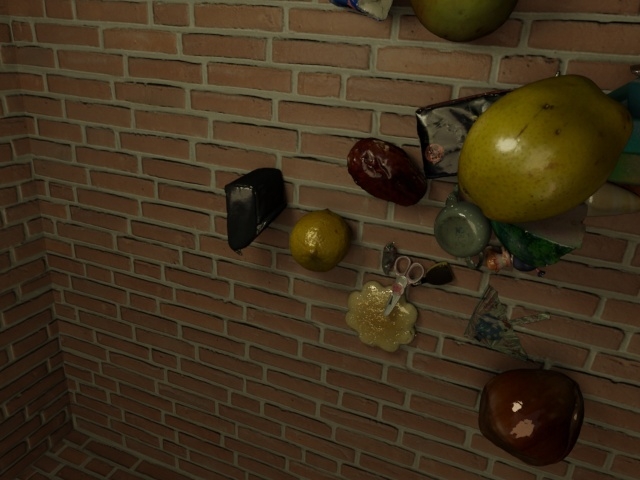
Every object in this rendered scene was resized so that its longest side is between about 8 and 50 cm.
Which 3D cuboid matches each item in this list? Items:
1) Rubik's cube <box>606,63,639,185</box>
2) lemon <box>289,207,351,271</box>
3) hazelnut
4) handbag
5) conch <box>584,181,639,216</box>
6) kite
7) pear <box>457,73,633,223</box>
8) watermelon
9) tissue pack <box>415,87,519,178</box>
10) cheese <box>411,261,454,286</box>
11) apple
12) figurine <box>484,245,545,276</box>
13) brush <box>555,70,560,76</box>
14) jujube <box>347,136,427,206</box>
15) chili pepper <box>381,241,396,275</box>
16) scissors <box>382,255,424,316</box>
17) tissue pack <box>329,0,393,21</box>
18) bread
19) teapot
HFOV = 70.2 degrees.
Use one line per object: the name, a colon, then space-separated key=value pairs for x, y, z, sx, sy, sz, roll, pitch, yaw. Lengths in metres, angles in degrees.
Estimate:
Rubik's cube: x=0.934 y=-0.296 z=1.172 sx=0.368 sy=0.358 sz=0.387 roll=31 pitch=128 yaw=13
lemon: x=-0.004 y=0.004 z=1.698 sx=0.228 sy=0.253 sz=0.228 roll=15 pitch=126 yaw=23
hazelnut: x=0.735 y=0.598 z=1.589 sx=0.372 sy=0.372 sz=0.315 roll=-61 pitch=39 yaw=27
handbag: x=-0.232 y=-0.115 z=1.725 sx=0.178 sy=0.302 sz=0.275 roll=1 pitch=111 yaw=14
conch: x=0.878 y=-0.137 z=1.392 sx=0.255 sy=0.127 sz=0.158 roll=13 pitch=84 yaw=-6
kite: x=0.674 y=0.308 z=1.676 sx=0.314 sy=0.011 sz=0.335 roll=-23 pitch=99 yaw=27
pear: x=0.564 y=-0.233 z=1.198 sx=0.418 sy=0.362 sz=0.362 roll=-40 pitch=91 yaw=21
watermelon: x=0.633 y=-0.030 z=1.394 sx=0.319 sy=0.292 sz=0.222 roll=20 pitch=139 yaw=31
tissue pack: x=0.481 y=-0.336 z=1.457 sx=0.333 sy=0.123 sz=0.245 roll=-5 pitch=109 yaw=23
cheese: x=0.412 y=0.140 z=1.704 sx=0.163 sy=0.036 sz=0.086 roll=-24 pitch=101 yaw=27
apple: x=0.390 y=-0.726 z=1.248 sx=0.339 sy=0.305 sz=0.338 roll=8 pitch=112 yaw=20
figurine: x=0.661 y=0.066 z=1.544 sx=0.195 sy=0.102 sz=0.111 roll=-11 pitch=126 yaw=22
brush: x=0.705 y=-0.472 z=1.383 sx=0.024 sy=0.008 sz=0.083 roll=24 pitch=116 yaw=16
jujube: x=0.225 y=-0.230 z=1.560 sx=0.290 sy=0.197 sz=0.197 roll=33 pitch=118 yaw=-11
chili pepper: x=0.261 y=0.065 z=1.735 sx=0.050 sy=0.041 sz=0.153 roll=29 pitch=135 yaw=32
scissors: x=0.299 y=0.181 z=1.723 sx=0.118 sy=0.030 sz=0.242 roll=29 pitch=99 yaw=28
tissue pack: x=0.125 y=-0.784 z=1.349 sx=0.137 sy=0.269 sz=0.209 roll=4 pitch=120 yaw=-25
bread: x=0.242 y=0.309 z=1.824 sx=0.316 sy=0.054 sz=0.316 roll=8 pitch=112 yaw=20
teapot: x=0.486 y=-0.039 z=1.548 sx=0.193 sy=0.129 sz=0.294 roll=-17 pitch=98 yaw=46
